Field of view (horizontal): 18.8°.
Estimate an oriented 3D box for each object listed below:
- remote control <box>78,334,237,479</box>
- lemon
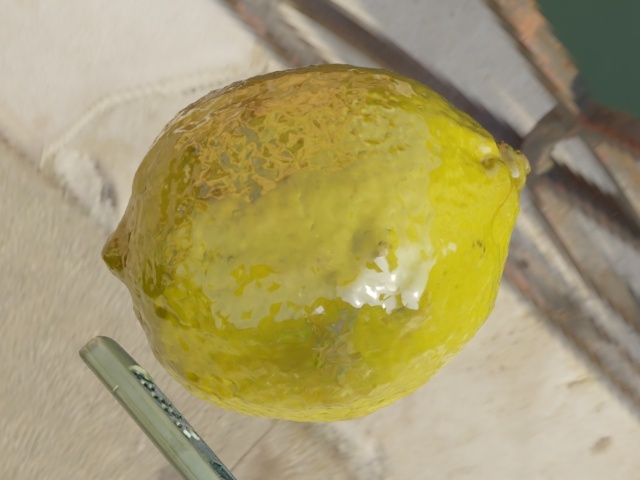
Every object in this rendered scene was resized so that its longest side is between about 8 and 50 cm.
[{"bbox_3d":[-0.148,0.187,1.894,0.038,0.098,0.233,-42,70,2],"label":"remote control"},{"bbox_3d":[0.000,0.000,1.434,0.321,0.268,0.268,-6,79,9],"label":"lemon"}]
